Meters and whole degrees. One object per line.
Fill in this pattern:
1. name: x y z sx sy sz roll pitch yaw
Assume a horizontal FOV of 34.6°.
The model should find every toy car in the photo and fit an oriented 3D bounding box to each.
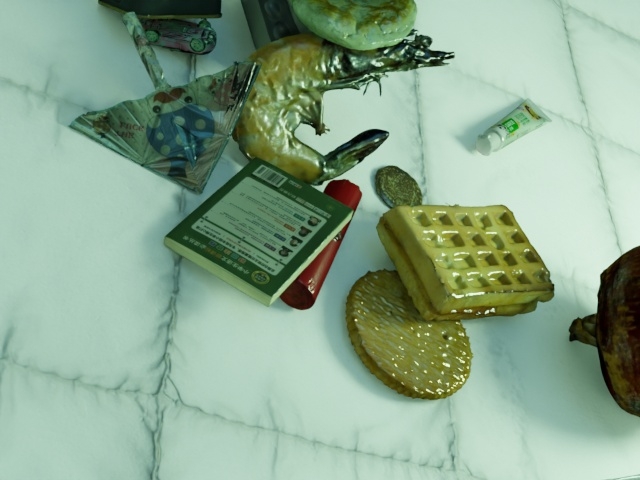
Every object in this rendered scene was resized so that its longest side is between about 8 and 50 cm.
1. toy car: -0.258 -0.369 1.852 0.142 0.055 0.069 11 44 -1

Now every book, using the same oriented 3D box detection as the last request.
1. book: -0.095 -0.022 1.658 0.202 0.027 0.264 30 45 13

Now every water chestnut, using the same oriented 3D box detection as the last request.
1. water chestnut: 0.611 0.174 1.903 0.350 0.302 0.351 21 65 -55

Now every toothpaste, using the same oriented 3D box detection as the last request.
1. toothpaste: 0.424 -0.248 2.260 0.314 0.056 0.058 -33 119 -50

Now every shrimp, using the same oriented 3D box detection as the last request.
1. shrimp: 0.049 -0.248 1.821 0.445 0.085 0.272 -19 109 -18

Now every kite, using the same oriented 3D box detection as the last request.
1. kite: -0.246 -0.226 1.679 0.335 0.011 0.314 -22 97 -15

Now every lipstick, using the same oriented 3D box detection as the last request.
1. lipstick: 0.000 0.001 1.731 0.073 0.073 0.280 34 44 -9

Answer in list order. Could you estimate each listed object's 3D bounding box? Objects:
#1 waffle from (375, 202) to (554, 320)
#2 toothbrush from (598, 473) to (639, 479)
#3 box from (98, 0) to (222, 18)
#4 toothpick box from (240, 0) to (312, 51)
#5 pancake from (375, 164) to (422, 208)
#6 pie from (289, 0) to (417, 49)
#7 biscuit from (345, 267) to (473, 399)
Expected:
1. waffle: 0.261 0.036 1.844 0.327 0.098 0.224 -2 52 -42
2. toothbrush: 0.610 0.432 1.858 0.354 0.024 0.029 2 61 -35
3. box: -0.281 -0.454 1.833 0.201 0.090 0.144 -10 29 -40
4. toothpick box: -0.042 -0.424 1.937 0.229 0.229 0.316 5 55 -33
5. pancake: 0.149 -0.097 1.960 0.115 0.011 0.115 20 47 -23
6. pie: 0.056 -0.415 1.796 0.240 0.054 0.240 9 45 -9
7. biscuit: 0.148 0.158 1.736 0.254 0.035 0.254 21 47 -23
